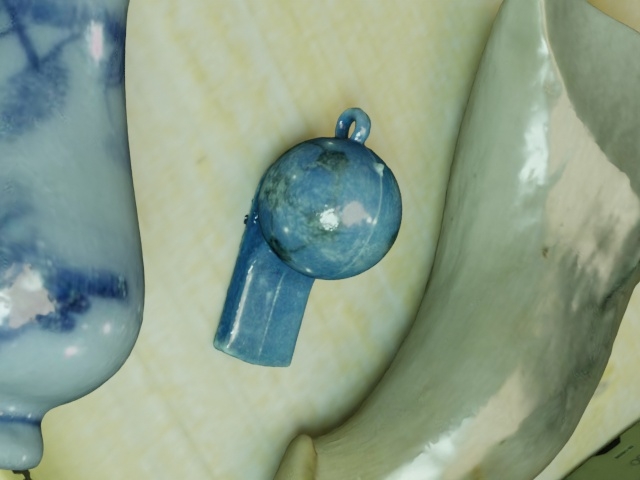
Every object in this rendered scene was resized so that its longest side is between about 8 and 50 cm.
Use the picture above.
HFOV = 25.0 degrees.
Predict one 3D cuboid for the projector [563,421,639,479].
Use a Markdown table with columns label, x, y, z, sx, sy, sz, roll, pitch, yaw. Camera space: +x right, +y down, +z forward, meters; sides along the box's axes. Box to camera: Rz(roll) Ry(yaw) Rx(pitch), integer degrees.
| label | x | y | z | sx | sy | sz | roll | pitch | yaw |
| --- | --- | --- | --- | --- | --- | --- | --- | --- | --- |
| projector | 0.274 | 0.198 | 0.996 | 0.269 | 0.193 | 0.088 | -29 | 115 | -31 |

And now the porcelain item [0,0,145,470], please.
| label | x | y | z | sx | sy | sz | roll | pitch | yaw |
| --- | --- | --- | --- | --- | --- | --- | --- | --- | --- |
| porcelain item | -0.145 | -0.025 | 0.677 | 0.141 | 0.141 | 0.259 | 14 | 80 | -39 |

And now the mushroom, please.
| label | x | y | z | sx | sy | sz | roll | pitch | yaw |
| --- | --- | --- | --- | --- | --- | --- | --- | --- | --- |
| mushroom | 0.099 | 0.049 | 0.882 | 0.177 | 0.126 | 0.397 | 29 | 80 | -29 |

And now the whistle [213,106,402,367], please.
| label | x | y | z | sx | sy | sz | roll | pitch | yaw |
| --- | --- | --- | --- | --- | --- | --- | --- | --- | --- |
| whistle | 0.000 | 0.000 | 0.819 | 0.090 | 0.090 | 0.158 | 17 | 87 | -39 |
